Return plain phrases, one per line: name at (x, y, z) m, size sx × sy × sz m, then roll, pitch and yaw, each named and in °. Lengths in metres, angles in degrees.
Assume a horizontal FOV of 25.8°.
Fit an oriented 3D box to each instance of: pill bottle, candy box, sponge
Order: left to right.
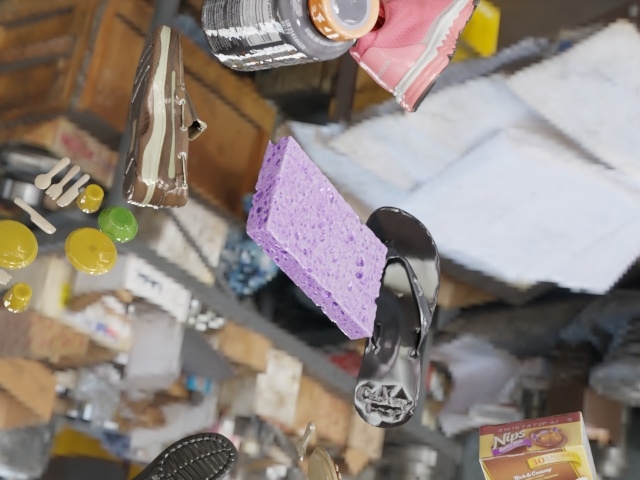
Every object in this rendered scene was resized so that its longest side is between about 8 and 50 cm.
pill bottle at (-0.034, -0.285, 1.756) m, size 0.130 × 0.130 × 0.246 m, roll 27°, pitch 166°, yaw -34°
sponge at (0.000, 0.000, 1.461) m, size 0.031 × 0.117 × 0.210 m, roll -10°, pitch 140°, yaw 31°
candy box at (0.239, 0.268, 1.478) m, size 0.109 × 0.053 × 0.186 m, roll -11°, pitch 125°, yaw 14°

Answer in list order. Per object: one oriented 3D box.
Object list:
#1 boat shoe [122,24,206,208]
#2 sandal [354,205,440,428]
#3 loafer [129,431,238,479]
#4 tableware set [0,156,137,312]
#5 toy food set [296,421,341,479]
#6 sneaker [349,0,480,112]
boat shoe at (-0.201, -0.160, 1.868) m, size 0.095 × 0.257 × 0.095 m, roll 13°, pitch 162°, yaw -22°
sandal at (0.087, 0.084, 1.582) m, size 0.097 × 0.254 × 0.054 m, roll 1°, pitch 171°, yaw 3°
loafer at (-0.217, 0.343, 1.960) m, size 0.220 × 0.080 × 0.078 m, roll -29°, pitch 164°, yaw -15°
tableware set at (-0.232, 0.002, 1.226) m, size 0.104 × 0.154 × 0.024 m, roll 40°, pitch 139°, yaw -2°
toy food set at (0.015, 0.382, 2.176) m, size 0.038 × 0.192 × 0.132 m, roll -8°, pitch 151°, yaw -19°
sneaker at (0.127, -0.304, 1.911) m, size 0.136 × 0.314 × 0.116 m, roll 32°, pitch 127°, yaw -5°
